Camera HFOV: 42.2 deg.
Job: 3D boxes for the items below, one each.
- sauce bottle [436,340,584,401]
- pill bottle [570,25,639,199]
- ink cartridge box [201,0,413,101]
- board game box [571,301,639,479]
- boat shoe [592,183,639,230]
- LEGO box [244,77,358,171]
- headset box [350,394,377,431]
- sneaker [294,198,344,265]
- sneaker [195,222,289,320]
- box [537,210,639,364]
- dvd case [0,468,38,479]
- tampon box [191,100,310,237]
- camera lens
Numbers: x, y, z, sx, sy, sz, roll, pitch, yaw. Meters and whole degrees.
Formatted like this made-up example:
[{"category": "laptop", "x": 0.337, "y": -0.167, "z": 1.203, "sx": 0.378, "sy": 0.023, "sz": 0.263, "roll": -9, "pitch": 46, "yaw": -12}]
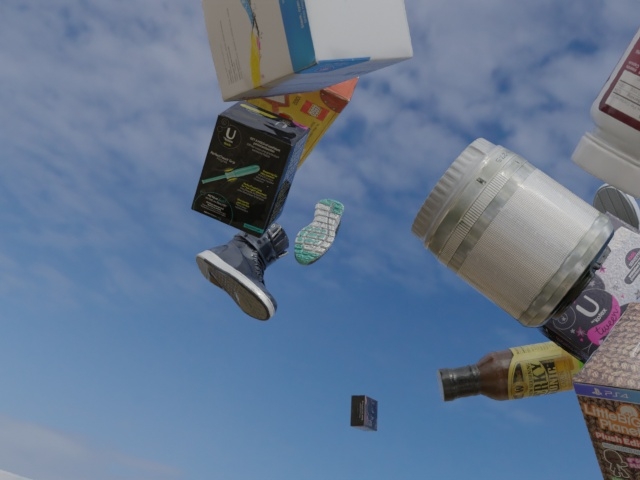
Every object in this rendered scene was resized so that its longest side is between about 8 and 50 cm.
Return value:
[{"category": "sauce bottle", "x": 0.420, "y": 0.279, "z": 1.743, "sx": 0.344, "sy": 0.111, "sz": 0.111, "roll": -11, "pitch": -30, "yaw": -1}, {"category": "pill bottle", "x": 0.674, "y": -0.284, "z": 1.616, "sx": 0.224, "sy": 0.224, "sz": 0.392, "roll": 25, "pitch": -71, "yaw": -8}, {"category": "ink cartridge box", "x": -0.025, "y": -0.298, "z": 1.126, "sx": 0.171, "sy": 0.168, "sz": 0.232, "roll": -14, "pitch": 4, "yaw": -38}, {"category": "board game box", "x": 0.564, "y": 0.287, "z": 1.365, "sx": 0.141, "sy": 0.232, "sz": 0.291, "roll": 0, "pitch": -60, "yaw": 47}, {"category": "boat shoe", "x": 0.719, "y": 0.000, "z": 1.942, "sx": 0.109, "sy": 0.094, "sz": 0.302, "roll": -14, "pitch": -76, "yaw": 35}, {"category": "LEGO box", "x": -0.040, "y": -0.397, "z": 1.880, "sx": 0.193, "sy": 0.373, "sz": 0.500, "roll": 24, "pitch": -21, "yaw": -10}, {"category": "headset box", "x": 0.086, "y": 0.344, "z": 1.653, "sx": 0.032, "sy": 0.062, "sz": 0.083, "roll": -6, "pitch": -22, "yaw": 22}, {"category": "sneaker", "x": 0.000, "y": 0.000, "z": 1.474, "sx": 0.065, "sy": 0.166, "sz": 0.076, "roll": 18, "pitch": -48, "yaw": 14}, {"category": "sneaker", "x": -0.104, "y": 0.045, "z": 1.501, "sx": 0.226, "sy": 0.163, "sz": 0.086, "roll": 36, "pitch": -34, "yaw": 44}, {"category": "box", "x": 0.533, "y": 0.102, "z": 1.544, "sx": 0.163, "sy": 0.247, "sz": 0.142, "roll": 38, "pitch": -1, "yaw": 32}, {"category": "dvd case", "x": -0.407, "y": 0.330, "z": 0.903, "sx": 0.253, "sy": 0.180, "sz": 0.022, "roll": 12, "pitch": -33, "yaw": 13}, {"category": "tampon box", "x": -0.105, "y": -0.109, "z": 1.251, "sx": 0.120, "sy": 0.101, "sz": 0.161, "roll": 24, "pitch": -64, "yaw": 5}, {"category": "camera lens", "x": 0.314, "y": -0.009, "z": 1.348, "sx": 0.274, "sy": 0.219, "sz": 0.219, "roll": 37, "pitch": -24, "yaw": 13}]
